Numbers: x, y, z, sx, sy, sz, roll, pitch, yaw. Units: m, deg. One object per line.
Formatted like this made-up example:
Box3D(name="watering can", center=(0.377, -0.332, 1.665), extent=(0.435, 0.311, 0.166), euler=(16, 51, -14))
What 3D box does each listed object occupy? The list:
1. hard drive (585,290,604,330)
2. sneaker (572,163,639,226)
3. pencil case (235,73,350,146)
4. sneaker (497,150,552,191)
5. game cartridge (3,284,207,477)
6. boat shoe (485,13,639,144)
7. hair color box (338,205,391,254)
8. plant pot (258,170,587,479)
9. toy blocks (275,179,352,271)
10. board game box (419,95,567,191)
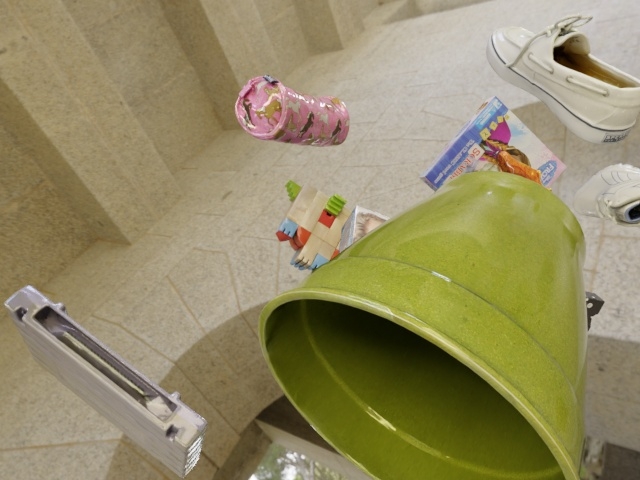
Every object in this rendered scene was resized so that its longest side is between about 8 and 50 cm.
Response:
Box3D(name="hard drive", center=(0.718, 0.253, 1.469), extent=(0.064, 0.338, 0.237), euler=(-103, 25, -66))
Box3D(name="sneaker", center=(0.605, -0.083, 0.881), extent=(0.129, 0.297, 0.111), euler=(-33, -85, -10))
Box3D(name="pencil case", center=(-0.060, -0.351, 1.258), extent=(0.386, 0.160, 0.167), euler=(-11, -72, -59))
Box3D(name="sneaker", center=(0.534, -0.176, 1.178), extent=(0.175, 0.067, 0.064), euler=(43, -170, -11))
Box3D(name="game cartridge", center=(-0.342, 0.239, 0.735), extent=(0.068, 0.355, 0.230), euler=(-50, -10, -35))
Box3D(name="boat shoe", center=(0.443, -0.343, 0.823), extent=(0.156, 0.135, 0.367), euler=(88, 165, -50))
Box3D(name="hair color box", center=(0.222, 0.057, 1.149), extent=(0.105, 0.347, 0.174), euler=(119, 166, -46))
Box3D(name="plant pot", center=(0.172, 0.096, 0.581), extent=(0.353, 0.366, 0.367), euler=(-45, -51, -36))
Box3D(name="toy blocks", center=(0.000, 0.000, 1.487), extent=(0.381, 0.190, 0.261), euler=(32, -111, -11))
Box3D(name="board game box", center=(0.525, -0.208, 1.367), extent=(0.318, 0.066, 0.319), euler=(40, -87, -8))
